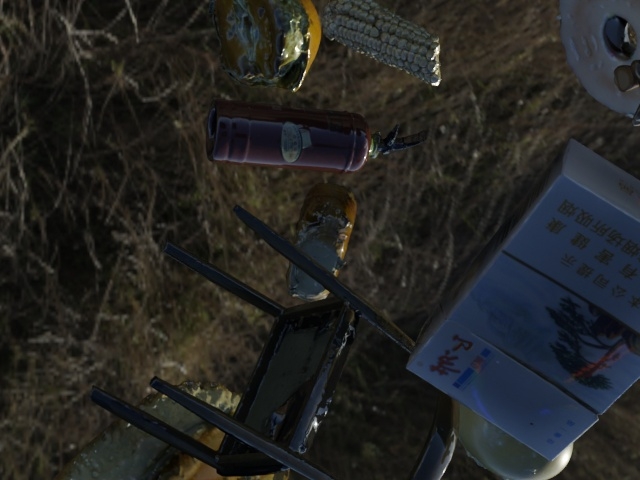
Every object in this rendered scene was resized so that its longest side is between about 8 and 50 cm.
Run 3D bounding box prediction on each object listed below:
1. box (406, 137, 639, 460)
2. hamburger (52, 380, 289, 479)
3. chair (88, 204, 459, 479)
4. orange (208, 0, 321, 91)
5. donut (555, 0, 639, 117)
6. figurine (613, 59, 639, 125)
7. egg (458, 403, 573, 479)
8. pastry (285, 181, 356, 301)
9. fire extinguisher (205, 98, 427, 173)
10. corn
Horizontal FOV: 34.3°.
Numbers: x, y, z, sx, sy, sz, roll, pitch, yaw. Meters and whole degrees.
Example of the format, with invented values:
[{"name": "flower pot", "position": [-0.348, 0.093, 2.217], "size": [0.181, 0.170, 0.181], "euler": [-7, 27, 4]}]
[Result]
[{"name": "box", "position": [0.188, 0.053, 0.812], "size": [0.149, 0.067, 0.233], "euler": [33, 127, 1]}, {"name": "hamburger", "position": [-0.187, 0.276, 0.976], "size": [0.162, 0.330, 0.209], "euler": [48, 116, 3]}, {"name": "chair", "position": [-0.031, 0.123, 0.901], "size": [0.272, 0.188, 0.166], "euler": [33, 155, -20]}, {"name": "orange", "position": [-0.062, -0.262, 1.298], "size": [0.112, 0.170, 0.160], "euler": [-34, 168, -40]}, {"name": "donut", "position": [0.663, -0.441, 2.149], "size": [0.142, 0.382, 0.383], "euler": [-28, 141, -29]}, {"name": "figurine", "position": [0.631, -0.332, 1.769], "size": [0.247, 0.177, 0.173], "euler": [-13, 135, 8]}, {"name": "egg", "position": [0.298, 0.285, 1.612], "size": [0.164, 0.201, 0.164], "euler": [-49, 165, -18]}, {"name": "pastry", "position": [0.000, 0.000, 1.838], "size": [0.100, 0.218, 0.229], "euler": [17, 155, -3]}, {"name": "fire extinguisher", "position": [-0.003, -0.168, 1.658], "size": [0.344, 0.102, 0.138], "euler": [3, 159, -16]}, {"name": "corn", "position": [0.100, -0.306, 1.541], "size": [0.211, 0.087, 0.087], "euler": [26, 133, 15]}]
